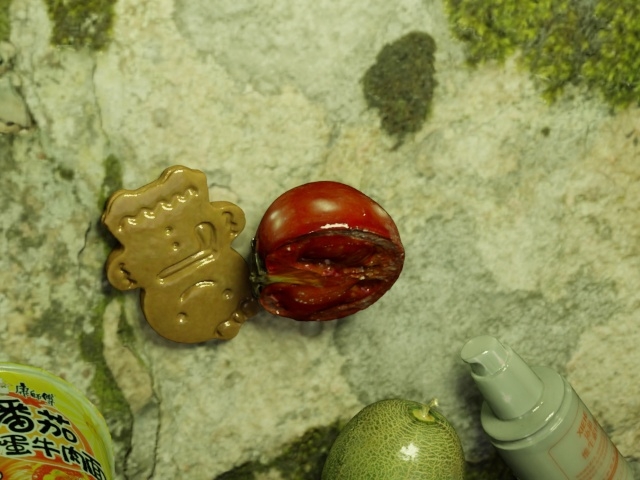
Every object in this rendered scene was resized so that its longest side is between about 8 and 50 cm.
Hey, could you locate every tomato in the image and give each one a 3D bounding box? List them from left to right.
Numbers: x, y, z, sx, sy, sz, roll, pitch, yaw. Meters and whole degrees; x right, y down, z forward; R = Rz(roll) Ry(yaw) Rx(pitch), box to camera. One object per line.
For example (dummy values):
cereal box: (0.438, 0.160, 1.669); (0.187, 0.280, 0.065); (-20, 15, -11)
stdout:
tomato: (0.000, 0.000, 1.626); (0.139, 0.091, 0.159); (-5, 144, -9)

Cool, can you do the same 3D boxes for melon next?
melon: (0.070, 0.230, 1.738); (0.139, 0.139, 0.192); (10, 115, -26)

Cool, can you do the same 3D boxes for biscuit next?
biscuit: (-0.126, 0.020, 1.621); (0.133, 0.027, 0.184); (-16, 120, -15)

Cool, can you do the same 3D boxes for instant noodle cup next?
instant noodle cup: (-0.281, 0.262, 1.581); (0.264, 0.200, 0.264); (-9, 117, -18)

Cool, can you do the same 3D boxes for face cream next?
face cream: (0.214, 0.180, 1.792); (0.101, 0.101, 0.252); (-38, 123, 0)
